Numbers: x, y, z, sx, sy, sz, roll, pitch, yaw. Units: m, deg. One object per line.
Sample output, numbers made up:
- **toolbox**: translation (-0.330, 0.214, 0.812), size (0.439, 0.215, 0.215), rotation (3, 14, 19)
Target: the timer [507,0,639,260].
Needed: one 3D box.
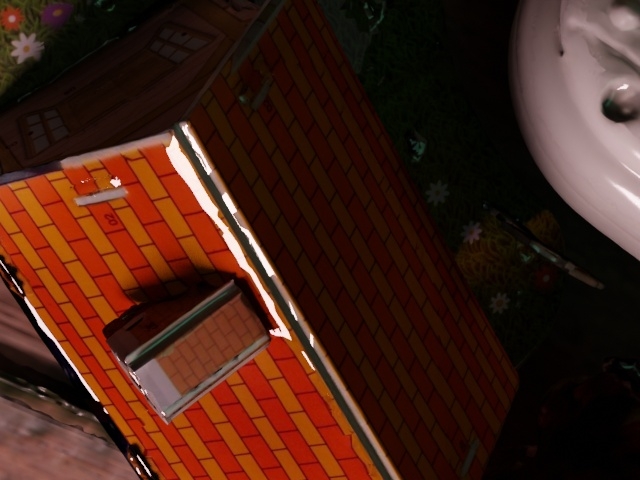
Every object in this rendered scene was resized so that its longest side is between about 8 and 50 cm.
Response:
- **timer**: translation (0.215, -0.086, 0.625), size (0.237, 0.087, 0.262), rotation (36, 75, 5)

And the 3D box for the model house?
- **model house**: translation (-0.001, 0.000, 0.594), size (0.207, 0.154, 0.294), rotation (-34, 119, -8)

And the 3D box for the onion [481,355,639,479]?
- **onion**: translation (0.079, 0.199, 0.660), size (0.221, 0.281, 0.281), rotation (28, 96, -45)
